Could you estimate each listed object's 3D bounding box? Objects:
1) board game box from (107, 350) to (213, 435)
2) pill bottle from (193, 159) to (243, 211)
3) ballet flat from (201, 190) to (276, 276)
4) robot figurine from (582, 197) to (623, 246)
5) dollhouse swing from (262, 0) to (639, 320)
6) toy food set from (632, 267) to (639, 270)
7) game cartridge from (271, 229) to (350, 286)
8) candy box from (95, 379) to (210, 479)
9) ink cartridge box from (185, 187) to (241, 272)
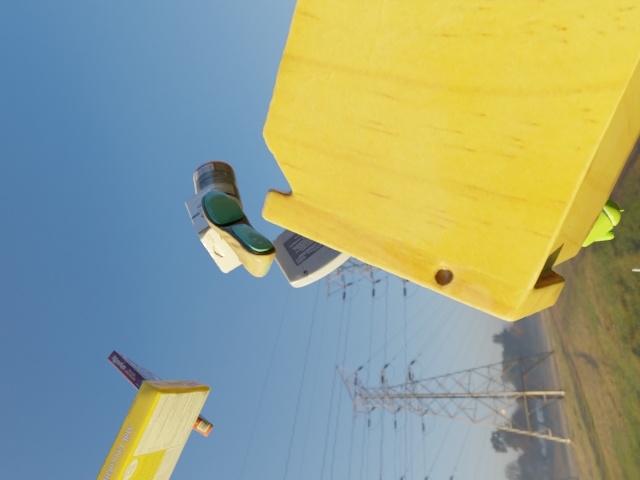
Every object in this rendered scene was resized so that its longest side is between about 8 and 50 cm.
[{"bbox_3d":[-0.347,0.319,1.012,0.027,0.281,0.145,-54,-54,-20],"label":"board game box"},{"bbox_3d":[-0.370,-0.145,1.736,0.161,0.161,0.283,51,-165,-51],"label":"pill bottle"},{"bbox_3d":[-0.168,-0.012,0.916,0.080,0.232,0.073,-14,-48,-34],"label":"ballet flat"},{"bbox_3d":[0.492,-0.035,0.870,0.101,0.115,0.067,48,-167,-7],"label":"robot figurine"},{"bbox_3d":[0.174,-0.152,0.460,0.305,0.314,0.347,-24,-46,-66],"label":"dollhouse swing"},{"bbox_3d":[0.782,0.036,0.993,0.128,0.217,0.071,168,107,-69],"label":"toy food set"},{"bbox_3d":[0.000,0.000,1.433,0.196,0.294,0.060,56,-174,35],"label":"game cartridge"},{"bbox_3d":[-0.185,0.239,0.470,0.206,0.027,0.105,-66,-17,-9],"label":"candy box"},{"bbox_3d":[-0.300,-0.032,1.371,0.218,0.092,0.159,53,172,53],"label":"ink cartridge box"}]
